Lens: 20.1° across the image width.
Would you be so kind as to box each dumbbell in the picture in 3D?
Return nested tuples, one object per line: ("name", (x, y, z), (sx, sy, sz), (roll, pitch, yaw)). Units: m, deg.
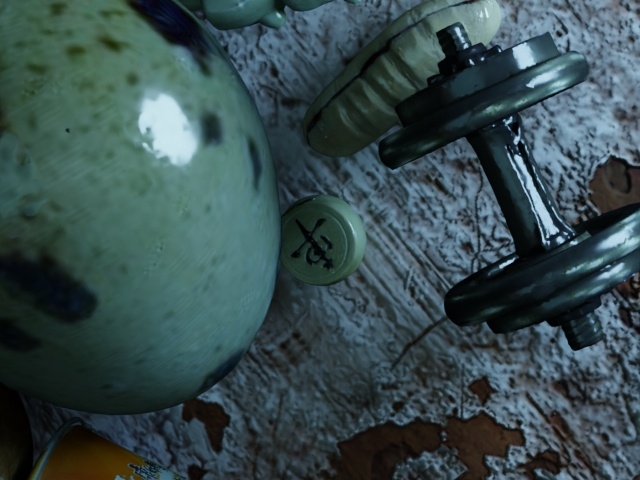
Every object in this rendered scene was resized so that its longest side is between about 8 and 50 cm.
("dumbbell", (0.162, -0.043, 1.494), (0.192, 0.192, 0.290), (-24, 92, 22))

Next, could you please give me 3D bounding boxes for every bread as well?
("bread", (0.064, -0.148, 1.583), (0.214, 0.053, 0.073), (-39, 82, 22))

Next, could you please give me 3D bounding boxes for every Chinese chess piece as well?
("Chinese chess piece", (0.000, 0.000, 1.642), (0.084, 0.034, 0.084), (4, 102, 18))

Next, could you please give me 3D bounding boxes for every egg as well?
("egg", (-0.205, -0.042, 1.538), (0.345, 0.345, 0.428), (-27, 116, 22))

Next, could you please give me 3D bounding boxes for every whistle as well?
("whistle", (-0.061, -0.238, 1.590), (0.244, 0.092, 0.110), (-11, 97, 19))

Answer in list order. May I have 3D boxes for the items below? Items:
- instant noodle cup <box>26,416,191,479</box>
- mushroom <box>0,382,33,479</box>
("instant noodle cup", (-0.176, 0.333, 1.645), (0.214, 0.296, 0.296), (19, 106, 7))
("mushroom", (-0.405, 0.167, 1.623), (0.301, 0.208, 0.233), (11, 147, -12))
